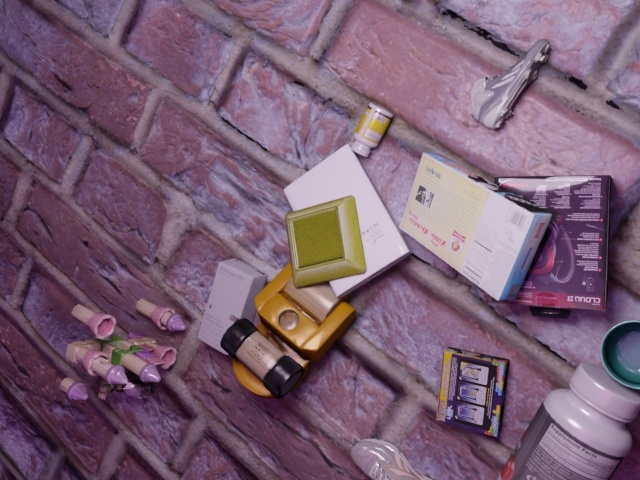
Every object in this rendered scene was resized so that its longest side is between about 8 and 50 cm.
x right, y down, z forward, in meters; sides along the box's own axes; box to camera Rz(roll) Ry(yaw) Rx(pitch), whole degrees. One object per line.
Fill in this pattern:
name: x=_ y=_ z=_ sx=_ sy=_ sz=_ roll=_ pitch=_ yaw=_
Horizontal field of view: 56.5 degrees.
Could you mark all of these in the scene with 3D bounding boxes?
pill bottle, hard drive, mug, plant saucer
pill bottle: x=0.117 y=-0.258 z=1.397 sx=0.065 sy=0.065 sz=0.116 roll=35 pitch=108 yaw=20
hard drive: x=0.057 y=-0.048 z=1.416 sx=0.203 sy=0.040 sz=0.308 roll=-34 pitch=68 yaw=17
mug: x=0.629 y=0.227 z=1.151 sx=0.157 sy=0.097 sz=0.129 roll=42 pitch=104 yaw=28
pill bottle: x=0.504 y=0.414 z=1.195 sx=0.176 sy=0.176 sz=0.319 roll=30 pitch=107 yaw=22
plant saucer: x=0.000 y=0.000 z=1.386 sx=0.188 sy=0.045 sz=0.188 roll=-14 pitch=75 yaw=22

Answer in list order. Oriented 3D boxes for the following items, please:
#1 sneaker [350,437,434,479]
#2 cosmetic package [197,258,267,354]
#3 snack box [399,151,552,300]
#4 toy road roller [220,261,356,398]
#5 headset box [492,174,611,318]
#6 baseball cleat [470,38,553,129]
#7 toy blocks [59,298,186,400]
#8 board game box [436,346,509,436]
sneaker: x=0.175 y=0.571 z=1.407 sx=0.262 sy=0.121 sz=0.099 roll=29 pitch=106 yaw=22
cosmetic package: x=-0.239 y=0.177 z=1.605 sx=0.117 sy=0.085 sz=0.231 roll=23 pitch=105 yaw=23
snack box: x=0.303 y=-0.039 z=1.233 sx=0.322 sy=0.060 sz=0.187 roll=43 pitch=125 yaw=46
toy road roller: x=-0.076 y=0.242 z=1.493 sx=0.202 sy=0.241 sz=0.329 roll=37 pitch=72 yaw=20
headset box: x=0.470 y=0.015 z=1.215 sx=0.218 sy=0.110 sz=0.293 roll=1 pitch=95 yaw=28
baseball cleat: x=0.388 y=-0.340 z=1.250 sx=0.109 sy=0.072 sz=0.206 roll=39 pitch=106 yaw=26
toy blocks: x=-0.519 y=0.346 z=1.646 sx=0.260 sy=0.288 sz=0.309 roll=20 pitch=100 yaw=30
board game box: x=0.343 y=0.339 z=1.344 sx=0.141 sy=0.048 sz=0.170 roll=9 pitch=99 yaw=28
